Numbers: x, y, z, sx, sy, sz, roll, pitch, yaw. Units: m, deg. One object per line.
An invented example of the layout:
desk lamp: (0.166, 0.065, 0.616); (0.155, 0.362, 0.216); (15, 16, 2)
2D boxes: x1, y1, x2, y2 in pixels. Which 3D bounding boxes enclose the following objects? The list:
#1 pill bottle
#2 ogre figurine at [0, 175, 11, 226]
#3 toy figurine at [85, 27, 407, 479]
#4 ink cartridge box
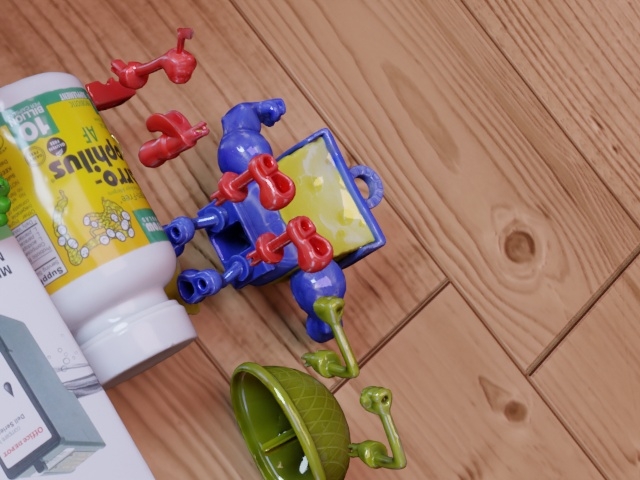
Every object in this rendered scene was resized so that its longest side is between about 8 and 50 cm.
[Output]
pill bottle: (-0.174, -0.002, 0.954); (0.117, 0.117, 0.208); (-24, 82, -39)
ogre figurine: (-0.262, -0.092, 0.792); (0.118, 0.097, 0.197); (-20, 124, -25)
toy figurine: (0.000, 0.000, 1.034); (0.217, 0.191, 0.363); (-25, 83, -44)
ink cartridge box: (-0.250, 0.119, 0.837); (0.211, 0.121, 0.289); (-28, 84, -40)
